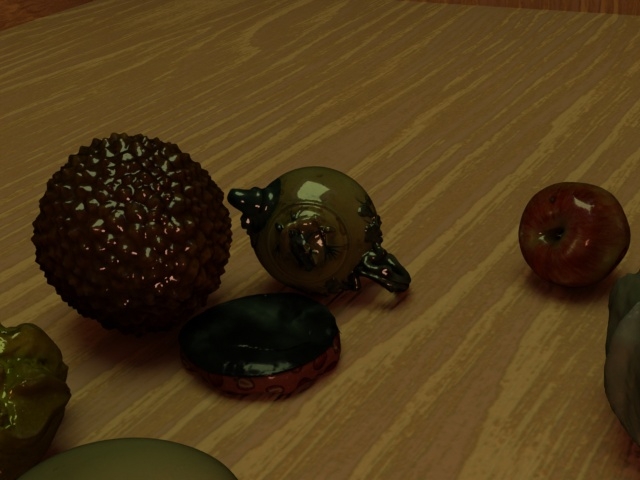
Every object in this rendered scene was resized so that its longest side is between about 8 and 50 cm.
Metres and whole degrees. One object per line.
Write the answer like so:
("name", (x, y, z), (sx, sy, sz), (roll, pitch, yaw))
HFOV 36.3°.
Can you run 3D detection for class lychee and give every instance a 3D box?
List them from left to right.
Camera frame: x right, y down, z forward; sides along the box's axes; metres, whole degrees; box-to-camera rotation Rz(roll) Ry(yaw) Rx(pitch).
("lychee", (-0.231, 0.003, 1.231), (0.268, 0.267, 0.267), (-4, 26, 2))

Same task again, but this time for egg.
("egg", (-0.166, 0.255, 0.790), (0.242, 0.185, 0.186), (-14, 27, -30))

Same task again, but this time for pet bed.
("pet bed", (-0.071, 0.123, 1.191), (0.201, 0.053, 0.201), (-5, 26, 2))

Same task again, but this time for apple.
("apple", (0.336, -0.009, 1.291), (0.146, 0.146, 0.131), (22, 11, 42))

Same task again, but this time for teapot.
("teapot", (0.000, 0.000, 1.289), (0.270, 0.173, 0.182), (31, 15, 0))

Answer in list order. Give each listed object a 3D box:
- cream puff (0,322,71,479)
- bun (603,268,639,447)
("cream puff", (-0.359, 0.157, 1.045), (0.195, 0.194, 0.221), (-17, 33, -23))
("bun", (0.415, 0.069, 0.927), (0.211, 0.362, 0.362), (37, 29, -7))
